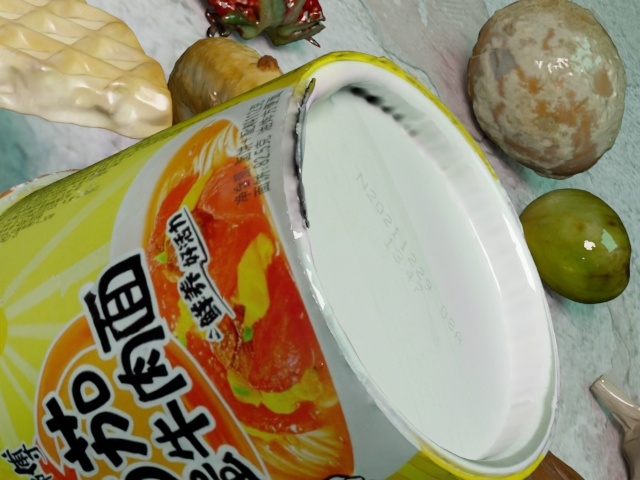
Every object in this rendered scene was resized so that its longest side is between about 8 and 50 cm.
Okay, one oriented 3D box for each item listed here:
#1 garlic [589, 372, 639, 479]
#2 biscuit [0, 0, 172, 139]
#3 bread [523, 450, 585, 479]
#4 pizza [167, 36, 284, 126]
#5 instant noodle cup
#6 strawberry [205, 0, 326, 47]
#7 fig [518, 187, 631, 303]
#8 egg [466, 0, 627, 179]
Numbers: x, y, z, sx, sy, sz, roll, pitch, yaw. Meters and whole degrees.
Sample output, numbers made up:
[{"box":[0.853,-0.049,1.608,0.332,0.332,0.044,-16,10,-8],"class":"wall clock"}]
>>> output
[{"box":[0.417,0.230,1.317,0.212,0.218,0.218,25,34,9],"class":"garlic"},{"box":[-0.240,-0.125,0.592,0.309,0.040,0.204,4,30,-23],"class":"biscuit"},{"box":[0.207,0.308,0.856,0.323,0.143,0.333,44,10,-29],"class":"bread"},{"box":[0.000,0.000,0.791,0.409,0.114,0.278,50,-18,44],"class":"pizza"},{"box":[-0.019,0.045,0.535,0.264,0.200,0.264,35,42,-39],"class":"instant noodle cup"},{"box":[-0.064,-0.286,1.042,0.167,0.087,0.208,-4,69,-54],"class":"strawberry"},{"box":[0.313,0.006,1.338,0.153,0.121,0.136,50,-9,13],"class":"fig"},{"box":[0.281,-0.190,1.370,0.233,0.195,0.195,67,30,-20],"class":"egg"}]
